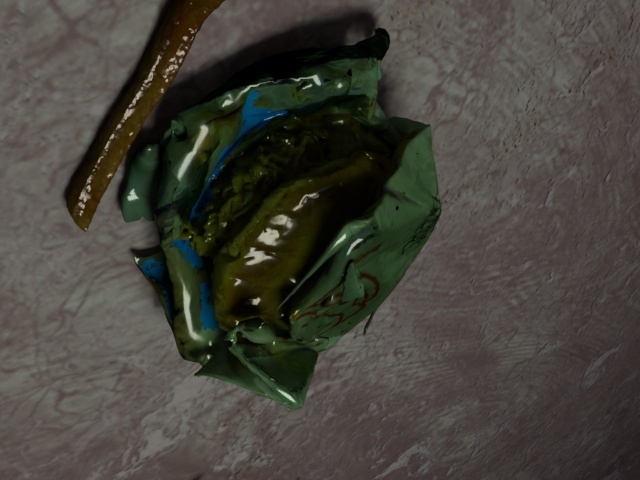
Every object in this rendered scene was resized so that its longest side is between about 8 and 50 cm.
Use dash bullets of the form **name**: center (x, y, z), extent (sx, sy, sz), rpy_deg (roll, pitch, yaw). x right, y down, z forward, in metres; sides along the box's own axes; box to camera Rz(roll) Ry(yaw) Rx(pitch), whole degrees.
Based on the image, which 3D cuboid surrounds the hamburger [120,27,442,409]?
- **hamburger**: center (-0.003, 0.003, 0.583), extent (0.260, 0.150, 0.276), rpy_deg (-38, 142, -7)

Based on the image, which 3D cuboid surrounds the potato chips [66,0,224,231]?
- **potato chips**: center (-0.109, -0.090, 0.495), extent (0.026, 0.037, 0.204), rpy_deg (20, 118, -39)
